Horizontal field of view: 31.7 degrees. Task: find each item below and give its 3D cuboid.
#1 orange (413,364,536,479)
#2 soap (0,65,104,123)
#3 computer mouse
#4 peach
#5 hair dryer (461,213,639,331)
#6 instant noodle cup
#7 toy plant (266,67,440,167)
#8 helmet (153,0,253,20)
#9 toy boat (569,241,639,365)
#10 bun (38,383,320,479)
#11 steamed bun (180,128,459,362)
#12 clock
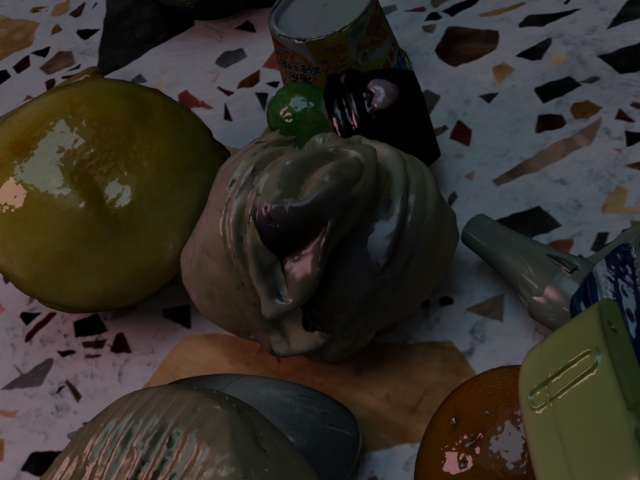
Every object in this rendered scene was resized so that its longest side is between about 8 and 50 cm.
[{"bbox_3d":[0.187,0.215,1.065,0.206,0.206,0.206,-11,45,11],"label":"orange"},{"bbox_3d":[-0.420,-0.169,1.760,0.232,0.073,0.140,-31,43,-9],"label":"soap"},{"bbox_3d":[-0.135,0.218,1.267,0.379,0.090,0.167,-2,46,22],"label":"computer mouse"},{"bbox_3d":[-0.286,-0.055,1.453,0.314,0.281,0.315,40,73,7],"label":"peach"},{"bbox_3d":[0.293,-0.002,1.314,0.229,0.092,0.267,22,49,29],"label":"hair dryer"},{"bbox_3d":[0.018,-0.288,1.646,0.205,0.153,0.205,-12,43,11],"label":"instant noodle cup"},{"bbox_3d":[0.031,-0.120,1.467,0.235,0.175,0.218,-19,70,14],"label":"toy plant"},{"bbox_3d":[-0.185,-0.458,1.887,0.278,0.160,0.230,23,59,19],"label":"helmet"},{"bbox_3d":[0.385,0.078,1.151,0.291,0.070,0.210,-34,83,-9],"label":"toy boat"},{"bbox_3d":[-0.142,0.302,1.071,0.362,0.234,0.326,-16,55,34],"label":"bun"},{"bbox_3d":[0.000,0.000,1.288,0.320,0.275,0.206,-31,6,-8],"label":"steamed bun"},{"bbox_3d":[0.325,0.222,0.915,0.117,0.348,0.286,-44,35,31],"label":"clock"}]
